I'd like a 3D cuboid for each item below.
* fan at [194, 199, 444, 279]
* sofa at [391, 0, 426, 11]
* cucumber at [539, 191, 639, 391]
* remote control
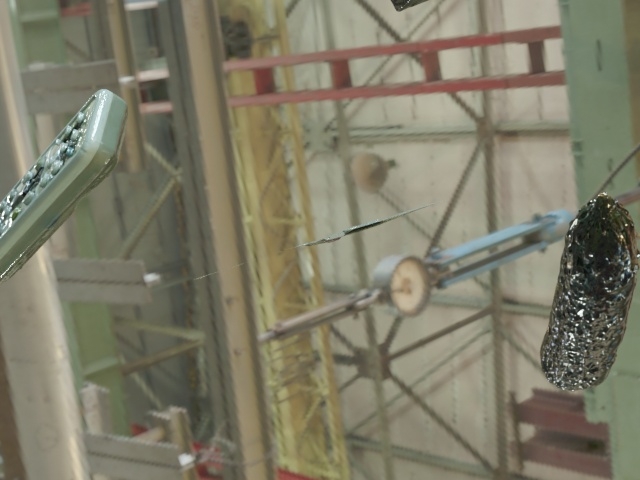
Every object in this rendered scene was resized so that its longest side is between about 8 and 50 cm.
[{"bbox_3d":[0.000,0.001,1.289,0.182,0.310,0.010,162,-90,-78],"label":"fan"},{"bbox_3d":[0.097,-0.212,0.789,0.118,0.060,0.039,-29,-93,55],"label":"sofa"},{"bbox_3d":[0.233,0.050,0.957,0.072,0.072,0.300,45,-15,26],"label":"cucumber"},{"bbox_3d":[-0.348,-0.053,1.409,0.335,0.066,0.128,-39,-150,37],"label":"remote control"}]
